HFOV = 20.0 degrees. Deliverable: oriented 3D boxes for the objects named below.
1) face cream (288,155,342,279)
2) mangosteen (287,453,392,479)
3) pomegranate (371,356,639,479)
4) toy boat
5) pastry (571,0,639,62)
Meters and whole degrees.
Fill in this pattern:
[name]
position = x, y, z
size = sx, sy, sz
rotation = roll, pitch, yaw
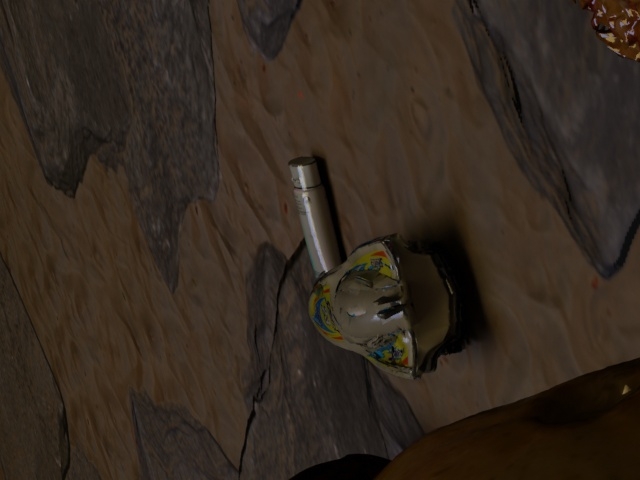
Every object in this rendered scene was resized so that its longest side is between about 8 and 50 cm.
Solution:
[face cream]
position = 0.000, 0.000, 1.223
size = 0.038, 0.020, 0.115
rotation = 21, 126, 64
[mangosteen]
position = 0.009, 0.226, 1.158
size = 0.166, 0.180, 0.166
rotation = 159, 90, -78
[pomegranate]
position = 0.131, 0.207, 0.615
size = 0.342, 0.342, 0.342
rotation = 52, 151, 44
[toy boat]
position = 0.031, 0.042, 1.114
size = 0.210, 0.066, 0.084
rotation = 166, 88, -71
[pastry]
position = 0.147, -0.108, 0.704
size = 0.169, 0.063, 0.087
rotation = 47, 157, 41
